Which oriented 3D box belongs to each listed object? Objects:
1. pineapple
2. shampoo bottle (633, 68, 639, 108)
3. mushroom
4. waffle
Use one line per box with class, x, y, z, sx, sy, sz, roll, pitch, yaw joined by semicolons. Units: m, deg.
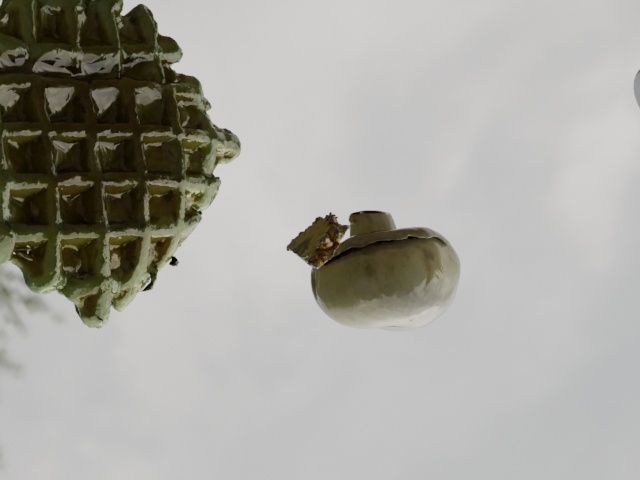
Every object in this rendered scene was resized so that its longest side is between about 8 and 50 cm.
pineapple;0.000;0.000;1.339;0.045;0.019;0.083;-50;-167;-5
shampoo bottle;0.447;-0.177;1.646;0.273;0.273;0.266;23;-107;51
mushroom;0.060;0.028;1.729;0.154;0.154;0.122;-14;-102;20
waffle;-0.151;-0.063;1.111;0.054;0.208;0.214;-22;-151;48
